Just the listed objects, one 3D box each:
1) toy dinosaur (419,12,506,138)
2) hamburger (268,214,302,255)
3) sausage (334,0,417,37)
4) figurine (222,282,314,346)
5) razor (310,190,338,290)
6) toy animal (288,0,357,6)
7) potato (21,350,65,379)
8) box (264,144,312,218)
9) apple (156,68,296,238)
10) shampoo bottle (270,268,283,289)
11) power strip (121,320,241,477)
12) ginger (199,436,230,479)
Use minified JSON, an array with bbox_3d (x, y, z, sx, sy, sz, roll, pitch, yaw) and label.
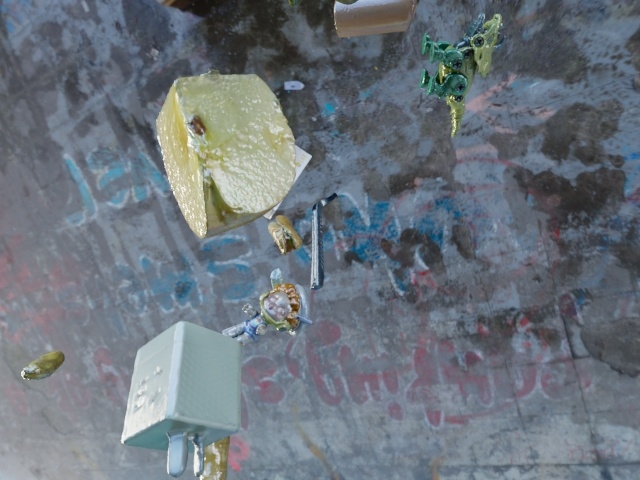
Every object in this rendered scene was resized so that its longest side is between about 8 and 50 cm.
[{"bbox_3d":[0.282,-0.338,0.855,0.153,0.094,0.259,1,130,-6],"label":"toy dinosaur"},{"bbox_3d":[-0.183,-0.046,2.021,0.124,0.262,0.130,-25,125,-11],"label":"hamburger"},{"bbox_3d":[0.178,-0.711,1.262,0.253,0.123,0.123,3,108,16],"label":"sausage"},{"bbox_3d":[-0.225,0.325,1.715,0.382,0.224,0.205,-16,140,-6],"label":"figurine"},{"bbox_3d":[-0.005,-0.002,0.700,0.033,0.190,0.066,27,140,-32],"label":"razor"},{"bbox_3d":[0.046,-0.466,0.657,0.181,0.363,0.180,12,95,17],"label":"toy animal"},{"bbox_3d":[-0.559,0.256,0.823,0.046,0.092,0.045,45,100,-2],"label":"potato"},{"bbox_3d":[-0.185,-0.253,1.473,0.200,0.343,0.065,33,140,-6],"label":"box"},{"bbox_3d":[-0.213,-0.176,0.867,0.314,0.252,0.308,-19,92,10],"label":"apple"},{"bbox_3d":[-0.193,0.206,1.873,0.049,0.072,0.212,29,154,19],"label":"shampoo bottle"},{"bbox_3d":[-0.223,0.272,0.666,0.140,0.224,0.139,-33,134,25],"label":"power strip"},{"bbox_3d":[-0.229,0.455,0.910,0.065,0.298,0.118,-15,143,13],"label":"ginger"}]
